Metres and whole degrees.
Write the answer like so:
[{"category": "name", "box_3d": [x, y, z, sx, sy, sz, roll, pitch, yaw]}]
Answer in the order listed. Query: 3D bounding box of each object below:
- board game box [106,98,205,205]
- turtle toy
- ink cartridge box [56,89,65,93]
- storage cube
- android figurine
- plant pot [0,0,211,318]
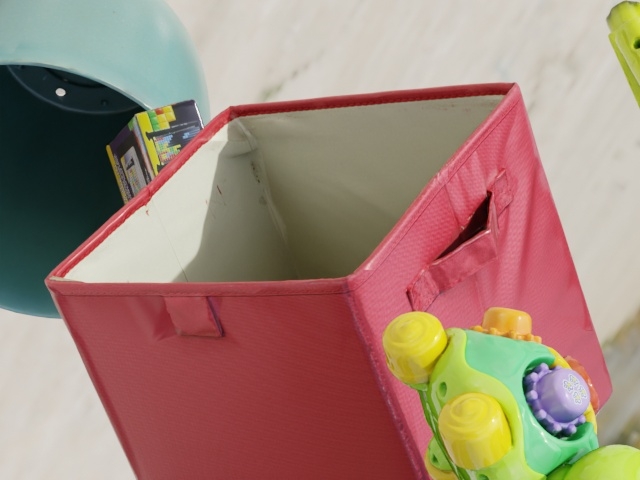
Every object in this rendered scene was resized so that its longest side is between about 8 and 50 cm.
[{"category": "board game box", "box_3d": [-0.096, -0.003, 1.314, 0.048, 0.170, 0.141, -17, 179, -15]}, {"category": "turtle toy", "box_3d": [0.079, 0.077, 0.691, 0.066, 0.130, 0.095, -28, 132, -7]}, {"category": "ink cartridge box", "box_3d": [-0.354, -0.348, 1.933, 0.166, 0.285, 0.395, 11, 72, -80]}, {"category": "storage cube", "box_3d": [0.013, 0.051, 0.943, 0.184, 0.215, 0.193, -48, 127, -44]}, {"category": "android figurine", "box_3d": [0.368, -0.118, 1.885, 0.056, 0.273, 0.248, -29, 138, 14]}, {"category": "plant pot", "box_3d": [-0.231, -0.113, 1.672, 0.235, 0.293, 0.293, -84, -168, -48]}]
